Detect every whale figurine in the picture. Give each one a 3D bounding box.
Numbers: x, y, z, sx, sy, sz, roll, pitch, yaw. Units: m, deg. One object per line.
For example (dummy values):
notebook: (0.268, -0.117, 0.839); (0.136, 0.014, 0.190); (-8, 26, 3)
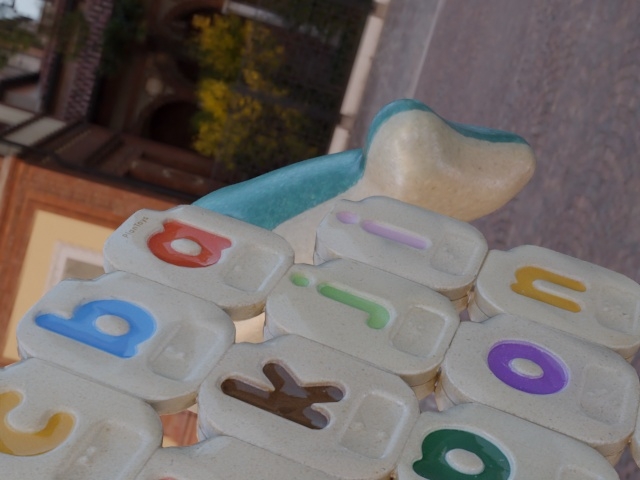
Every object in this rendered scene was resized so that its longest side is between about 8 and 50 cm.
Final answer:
whale figurine: (0.000, 0.000, 0.606); (0.272, 0.216, 0.141); (-48, 44, 37)

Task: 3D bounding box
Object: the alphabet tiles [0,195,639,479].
alphabet tiles: (0.028, 0.071, 0.330); (0.284, 0.277, 0.021); (-55, -20, -54)
